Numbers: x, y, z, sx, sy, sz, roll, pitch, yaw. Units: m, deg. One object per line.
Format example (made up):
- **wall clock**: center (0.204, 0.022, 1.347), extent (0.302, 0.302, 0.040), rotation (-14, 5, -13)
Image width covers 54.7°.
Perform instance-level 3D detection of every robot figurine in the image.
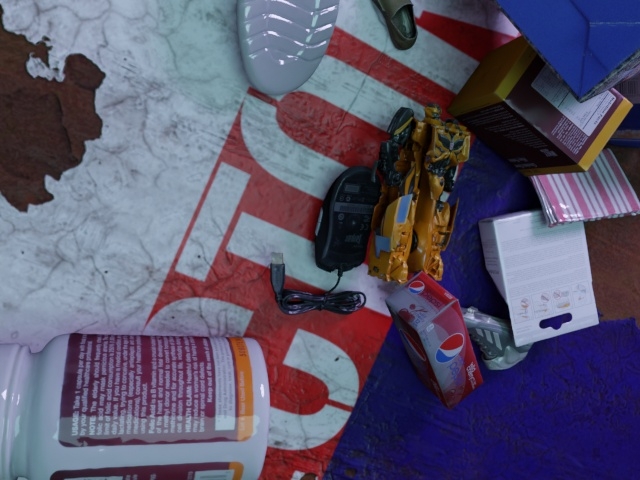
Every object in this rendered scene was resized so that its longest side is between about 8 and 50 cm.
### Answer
- **robot figurine**: center (0.168, -0.078, 1.019), extent (0.211, 0.085, 0.291), rotation (-2, 107, -46)

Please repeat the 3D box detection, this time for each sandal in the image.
- **sandal**: center (-0.058, -0.430, 0.916), extent (0.169, 0.102, 0.416), rotation (-8, 112, -31)

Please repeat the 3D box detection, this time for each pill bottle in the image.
- **pill bottle**: center (-0.286, 0.247, 0.892), extent (0.392, 0.224, 0.224), rotation (5, 98, -18)

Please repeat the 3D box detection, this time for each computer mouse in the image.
- **computer mouse**: center (0.000, 0.000, 1.021), extent (0.184, 0.060, 0.262), rotation (-2, 110, -27)

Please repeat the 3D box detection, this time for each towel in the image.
- **towel**: center (0.479, -0.099, 1.135), extent (0.197, 0.029, 0.144), rotation (-8, 66, -15)

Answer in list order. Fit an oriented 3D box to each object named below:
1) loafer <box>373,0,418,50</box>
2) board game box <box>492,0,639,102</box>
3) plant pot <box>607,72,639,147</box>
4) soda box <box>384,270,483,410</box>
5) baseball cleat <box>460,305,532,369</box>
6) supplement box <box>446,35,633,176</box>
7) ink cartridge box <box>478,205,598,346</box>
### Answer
- **loafer**: center (0.123, -0.383, 1.000), extent (0.056, 0.050, 0.148), rotation (-32, 107, -9)
- **board game box**: center (0.389, -0.346, 0.871), extent (0.291, 0.141, 0.232), rotation (-28, 78, -47)
- **plant pot**: center (0.631, -0.275, 1.083), extent (0.212, 0.236, 0.236), rotation (-10, 102, -8)
- **soda box**: center (0.196, 0.174, 1.038), extent (0.083, 0.092, 0.263), rotation (-37, 135, -10)
- **baseball cleat**: center (0.303, 0.182, 1.139), extent (0.205, 0.072, 0.109), rotation (15, 101, -15)
- **supplement box**: center (0.347, -0.215, 1.010), extent (0.194, 0.191, 0.129), rotation (37, 87, -10)
- **ink cartridge box**: center (0.403, 0.057, 1.141), extent (0.189, 0.066, 0.232), rotation (-12, 97, -15)
